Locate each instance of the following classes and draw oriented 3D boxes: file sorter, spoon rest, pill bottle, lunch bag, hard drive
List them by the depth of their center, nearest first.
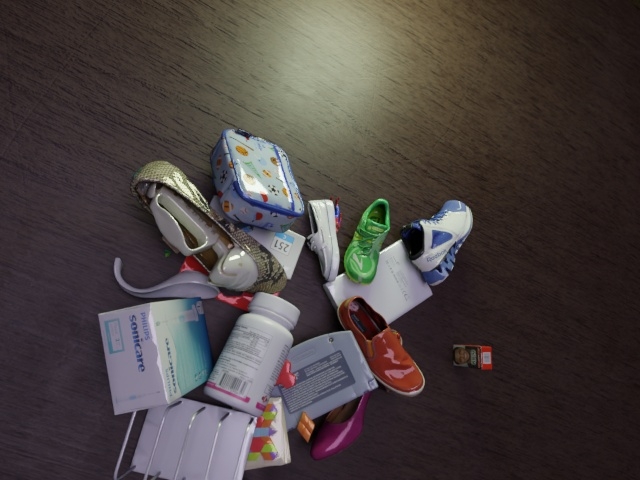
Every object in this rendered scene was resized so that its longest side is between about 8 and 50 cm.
[{"bbox_3d":[-0.313,0.497,1.117,0.277,0.173,0.193,14,75,-1],"label":"file sorter"},{"bbox_3d":[-0.167,0.288,1.200,0.160,0.160,0.283,30,66,-14],"label":"pill bottle"},{"bbox_3d":[-0.404,0.116,1.223,0.276,0.137,0.084,12,64,-8],"label":"spoon rest"},{"bbox_3d":[-0.171,-0.171,1.290,0.243,0.115,0.303,14,44,-36],"label":"lunch bag"},{"bbox_3d":[0.187,0.158,1.482,0.318,0.040,0.210,-28,91,-23],"label":"hard drive"}]

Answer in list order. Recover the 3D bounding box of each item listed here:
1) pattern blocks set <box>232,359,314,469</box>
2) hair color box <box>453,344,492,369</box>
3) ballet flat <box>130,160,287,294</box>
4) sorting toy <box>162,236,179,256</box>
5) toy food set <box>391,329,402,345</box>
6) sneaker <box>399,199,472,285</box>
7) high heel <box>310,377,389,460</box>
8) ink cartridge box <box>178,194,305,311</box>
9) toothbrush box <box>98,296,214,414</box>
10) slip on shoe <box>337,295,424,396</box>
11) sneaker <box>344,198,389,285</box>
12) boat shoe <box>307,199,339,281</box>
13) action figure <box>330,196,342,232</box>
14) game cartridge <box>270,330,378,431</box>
[{"bbox_3d":[-0.160,0.503,1.229,0.285,0.026,0.325,-18,76,0],"label":"pattern blocks set"},{"bbox_3d":[0.489,0.375,1.505,0.043,0.141,0.072,5,78,-20],"label":"hair color box"},{"bbox_3d":[-0.289,0.005,1.179,0.164,0.182,0.483,-39,105,20],"label":"ballet flat"},{"bbox_3d":[-0.410,0.006,1.294,0.062,0.012,0.083,49,64,-12],"label":"sorting toy"},{"bbox_3d":[0.224,0.324,1.477,0.082,0.020,0.083,18,75,-17],"label":"toy food set"},{"bbox_3d":[0.369,-0.031,1.515,0.182,0.127,0.315,39,60,-19],"label":"sneaker"},{"bbox_3d":[0.073,0.435,1.336,0.377,0.127,0.181,-40,109,-37],"label":"high heel"},{"bbox_3d":[-0.223,0.052,1.331,0.296,0.066,0.261,25,71,-15],"label":"ink cartridge box"},{"bbox_3d":[-0.371,0.255,1.101,0.126,0.295,0.216,-13,85,4],"label":"toothbrush box"},{"bbox_3d":[0.169,0.293,1.313,0.123,0.101,0.331,-29,69,-25],"label":"slip on shoe"},{"bbox_3d":[0.145,-0.005,1.432,0.109,0.123,0.295,15,63,2],"label":"sneaker"},{"bbox_3d":[0.000,0.000,1.421,0.084,0.095,0.258,0,70,-17],"label":"boat shoe"},{"bbox_3d":[0.048,-0.080,1.481,0.038,0.030,0.115,3,81,-26],"label":"action figure"},{"bbox_3d":[-0.016,0.377,1.287,0.297,0.062,0.198,-26,71,0],"label":"game cartridge"}]
